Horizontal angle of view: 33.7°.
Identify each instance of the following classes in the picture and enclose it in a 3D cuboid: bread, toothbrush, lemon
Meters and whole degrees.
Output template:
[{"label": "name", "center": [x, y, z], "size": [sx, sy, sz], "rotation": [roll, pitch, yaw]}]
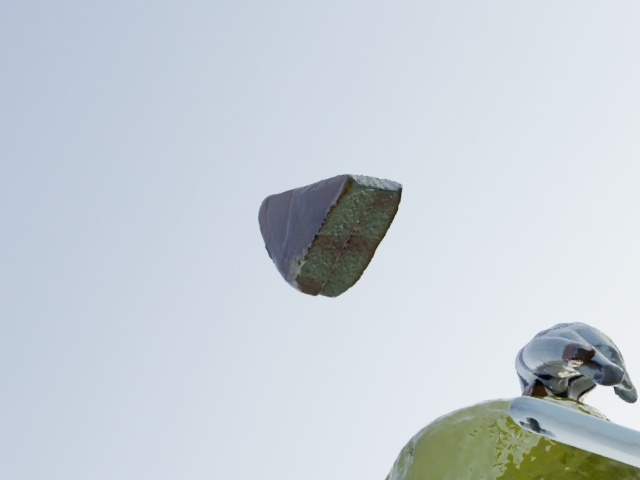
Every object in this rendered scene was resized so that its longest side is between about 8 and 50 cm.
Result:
[{"label": "bread", "center": [0.000, 0.000, 0.571], "size": [0.043, 0.109, 0.062], "rotation": [11, -99, -28]}, {"label": "toothbrush", "center": [0.249, 0.137, 0.452], "size": [0.040, 0.386, 0.040], "rotation": [-21, -62, -48]}, {"label": "lemon", "center": [0.204, 0.297, 1.100], "size": [0.268, 0.322, 0.268], "rotation": [-15, -90, -80]}]

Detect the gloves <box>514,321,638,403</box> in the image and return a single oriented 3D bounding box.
[{"label": "gloves", "center": [0.302, 0.153, 1.291], "size": [0.218, 0.140, 0.131], "rotation": [75, -175, -61]}]
